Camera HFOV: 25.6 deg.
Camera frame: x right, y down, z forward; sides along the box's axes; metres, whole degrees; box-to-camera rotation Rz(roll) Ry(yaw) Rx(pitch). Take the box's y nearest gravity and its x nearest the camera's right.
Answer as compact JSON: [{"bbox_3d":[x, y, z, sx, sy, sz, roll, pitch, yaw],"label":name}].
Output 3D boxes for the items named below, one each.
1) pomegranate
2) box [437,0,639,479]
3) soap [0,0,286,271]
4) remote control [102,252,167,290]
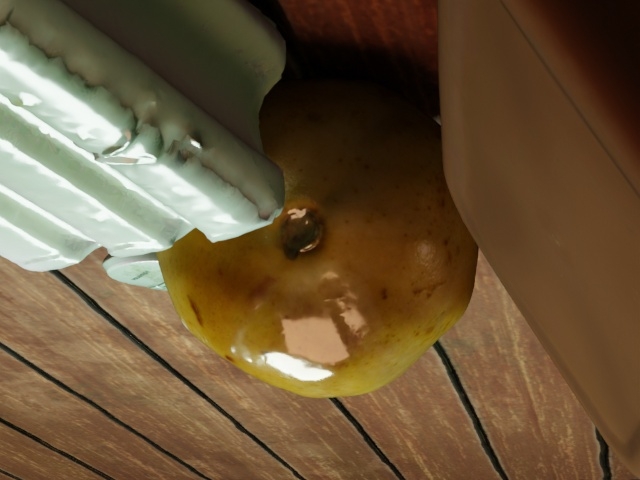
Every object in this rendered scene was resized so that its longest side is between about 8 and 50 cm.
[{"bbox_3d":[0.001,-0.001,0.954,0.233,0.233,0.233,2,160,1],"label":"pomegranate"},{"bbox_3d":[0.202,-0.055,0.642,0.229,0.239,0.339,-28,159,-6],"label":"box"},{"bbox_3d":[-0.230,-0.124,0.722,0.261,0.156,0.446,-8,158,26],"label":"soap"},{"bbox_3d":[-0.077,0.028,1.285,0.256,0.045,0.097,11,159,-32],"label":"remote control"}]
